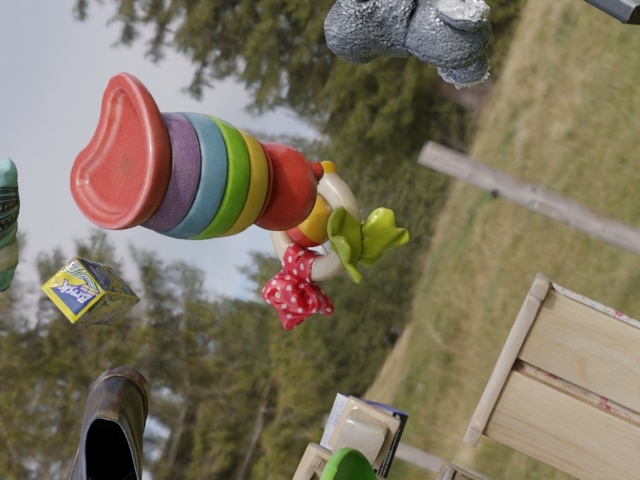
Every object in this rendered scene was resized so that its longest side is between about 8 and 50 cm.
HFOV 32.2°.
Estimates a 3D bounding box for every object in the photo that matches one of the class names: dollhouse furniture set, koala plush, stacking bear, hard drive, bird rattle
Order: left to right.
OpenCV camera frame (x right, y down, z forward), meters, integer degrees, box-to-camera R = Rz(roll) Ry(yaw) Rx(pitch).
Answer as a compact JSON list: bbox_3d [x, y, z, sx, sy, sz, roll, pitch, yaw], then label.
[{"bbox_3d":[-0.128,-0.077,1.355,0.289,0.164,0.175,6,-57,-41],"label":"stacking bear"},{"bbox_3d":[0.000,0.000,1.624,0.143,0.207,0.253,-12,-16,-40],"label":"bird rattle"},{"bbox_3d":[0.141,-0.308,1.554,0.203,0.221,0.196,-54,-19,-22],"label":"koala plush"},{"bbox_3d":[0.179,0.119,0.900,0.356,0.303,0.174,-67,-8,16],"label":"dollhouse furniture set"},{"bbox_3d":[0.262,-0.244,1.060,0.094,0.135,0.022,-10,-48,-50],"label":"hard drive"}]

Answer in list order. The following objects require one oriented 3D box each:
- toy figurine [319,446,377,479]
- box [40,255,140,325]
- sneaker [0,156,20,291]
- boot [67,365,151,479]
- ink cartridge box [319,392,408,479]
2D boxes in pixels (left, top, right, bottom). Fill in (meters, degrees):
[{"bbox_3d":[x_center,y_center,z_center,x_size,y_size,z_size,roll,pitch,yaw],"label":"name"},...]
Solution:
[{"bbox_3d":[-0.048,0.188,0.545,0.130,0.159,0.173,-77,-26,-50],"label":"toy figurine"},{"bbox_3d":[-0.269,0.063,1.312,0.054,0.059,0.169,-43,-7,-1],"label":"box"},{"bbox_3d":[-0.328,-0.076,0.861,0.110,0.283,0.122,-23,-39,-55],"label":"sneaker"},{"bbox_3d":[-0.199,0.233,1.007,0.106,0.082,0.219,-104,18,-82],"label":"boot"},{"bbox_3d":[0.036,0.312,1.455,0.046,0.097,0.207,20,91,53],"label":"ink cartridge box"}]
